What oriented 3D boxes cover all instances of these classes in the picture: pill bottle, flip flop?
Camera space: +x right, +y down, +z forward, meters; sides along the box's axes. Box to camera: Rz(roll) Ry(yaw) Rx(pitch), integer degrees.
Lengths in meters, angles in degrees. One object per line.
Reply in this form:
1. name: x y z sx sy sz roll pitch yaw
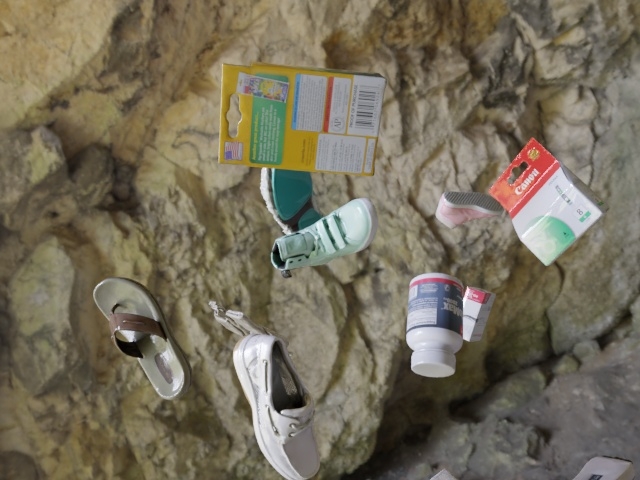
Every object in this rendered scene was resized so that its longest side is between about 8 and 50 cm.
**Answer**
1. pill bottle: 0.221 0.164 1.164 0.107 0.180 0.108 6 -30 4
2. flip flop: -0.347 0.185 1.152 0.112 0.277 0.080 -39 -13 20

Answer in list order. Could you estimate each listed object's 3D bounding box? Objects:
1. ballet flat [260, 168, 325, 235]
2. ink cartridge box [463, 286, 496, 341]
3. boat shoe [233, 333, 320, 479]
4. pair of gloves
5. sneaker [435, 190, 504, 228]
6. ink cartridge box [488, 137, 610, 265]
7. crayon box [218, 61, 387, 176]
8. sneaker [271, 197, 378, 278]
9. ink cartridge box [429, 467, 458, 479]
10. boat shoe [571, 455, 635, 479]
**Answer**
1. ballet flat: -0.082 -0.090 1.530 0.146 0.147 0.409 -22 -43 0
2. ink cartridge box: 0.412 0.197 1.621 0.056 0.135 0.099 20 5 32
3. boat shoe: -0.055 0.285 1.009 0.096 0.277 0.098 -12 15 42
4. pair of gloves: -0.184 0.229 1.587 0.240 0.204 0.042 -2 52 58
5. sneaker: 0.292 -0.057 1.203 0.134 0.051 0.070 6 -44 -15
6. ink cartridge box: 0.485 -0.084 1.328 0.056 0.225 0.181 -25 -24 -42
7. crayon box: -0.041 -0.251 1.238 0.322 0.203 0.083 4 22 -6
8. sneaker: 0.000 0.001 1.212 0.151 0.094 0.256 -13 -16 -38
9. ink cartridge box: 0.321 0.660 1.378 0.092 0.218 0.159 -25 -42 -39
10. boat shoe: 0.552 0.579 1.230 0.340 0.158 0.127 -12 1 -36
